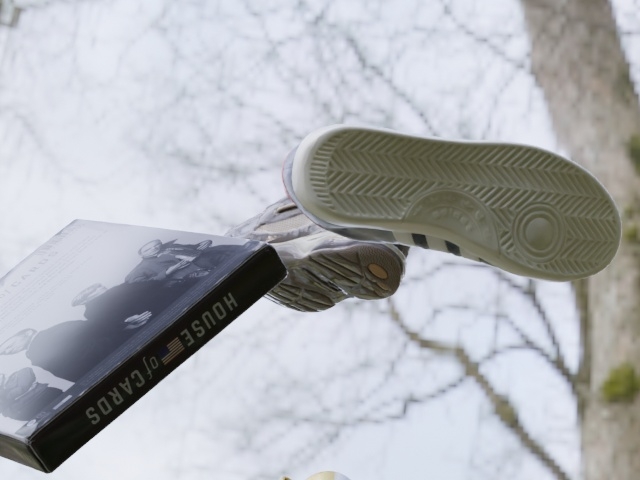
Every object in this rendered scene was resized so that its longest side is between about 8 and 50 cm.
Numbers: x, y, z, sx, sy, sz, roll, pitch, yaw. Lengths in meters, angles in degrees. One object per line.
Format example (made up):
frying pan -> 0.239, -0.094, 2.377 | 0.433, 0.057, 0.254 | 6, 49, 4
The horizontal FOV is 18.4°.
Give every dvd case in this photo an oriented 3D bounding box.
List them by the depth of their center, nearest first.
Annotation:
dvd case -> -0.148, 0.054, 1.150 | 0.239, 0.179, 0.029 | 6, -49, 57

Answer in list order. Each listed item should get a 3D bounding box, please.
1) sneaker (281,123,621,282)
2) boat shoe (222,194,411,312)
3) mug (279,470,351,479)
sneaker -> 0.125, -0.043, 1.963 | 0.350, 0.131, 0.148 | 16, -6, -17
boat shoe -> 0.000, 0.000, 2.339 | 0.132, 0.130, 0.355 | 39, -23, -29
mug -> 0.000, 0.246, 1.786 | 0.078, 0.062, 0.064 | -1, 7, -2
